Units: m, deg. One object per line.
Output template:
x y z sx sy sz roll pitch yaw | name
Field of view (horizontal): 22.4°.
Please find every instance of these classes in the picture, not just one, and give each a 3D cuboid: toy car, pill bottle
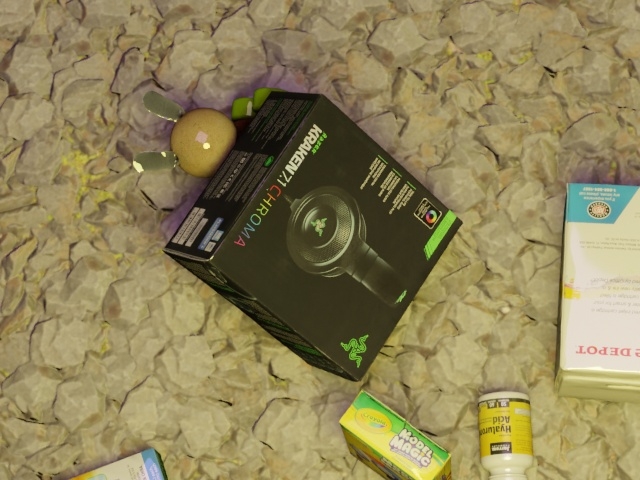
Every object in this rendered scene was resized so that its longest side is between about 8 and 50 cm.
-0.144 -0.119 2.035 0.188 0.149 0.155 9 81 -23 | toy car
0.225 0.246 1.959 0.065 0.065 0.116 -3 73 4 | pill bottle

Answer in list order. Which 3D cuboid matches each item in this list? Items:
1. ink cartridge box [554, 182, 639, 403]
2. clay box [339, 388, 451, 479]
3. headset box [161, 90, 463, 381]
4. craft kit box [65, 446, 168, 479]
0.373 0.069 1.945 0.171 0.168 0.233 4 73 7 | ink cartridge box
0.089 0.246 1.889 0.127 0.222 0.053 35 79 15 | clay box
0.000 0.000 1.960 0.283 0.131 0.246 41 76 -28 | headset box
-0.275 0.412 1.962 0.246 0.061 0.250 -19 72 -3 | craft kit box
